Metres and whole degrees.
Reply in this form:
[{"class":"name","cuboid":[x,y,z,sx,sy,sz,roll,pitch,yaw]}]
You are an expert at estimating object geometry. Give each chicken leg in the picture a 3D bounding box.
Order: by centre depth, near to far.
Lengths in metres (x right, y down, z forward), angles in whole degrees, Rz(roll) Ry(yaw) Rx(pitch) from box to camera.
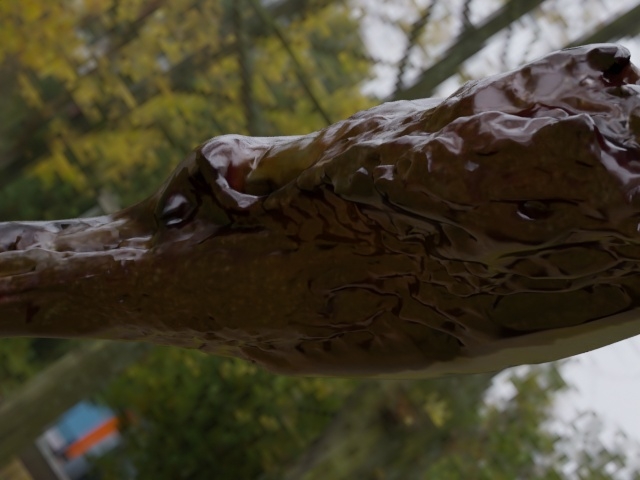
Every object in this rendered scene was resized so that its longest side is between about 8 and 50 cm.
[{"class":"chicken leg","cuboid":[0.000,0.000,0.606,0.158,0.407,0.095,11,71,-69]}]
